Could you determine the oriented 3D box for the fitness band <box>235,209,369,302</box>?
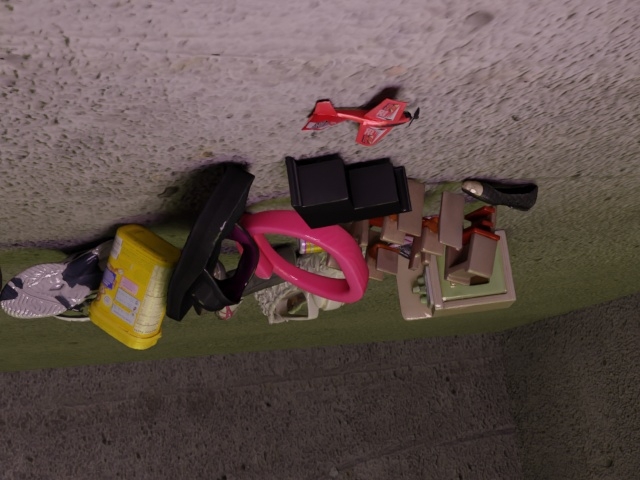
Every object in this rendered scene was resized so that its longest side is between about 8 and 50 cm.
[{"bbox_3d":[-0.029,0.028,1.702,0.209,0.054,0.291,11,158,20],"label":"fitness band"}]

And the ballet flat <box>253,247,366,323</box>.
[{"bbox_3d":[-0.007,0.090,2.091,0.147,0.147,0.409,0,166,-31],"label":"ballet flat"}]

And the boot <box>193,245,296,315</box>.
[{"bbox_3d":[-0.137,0.059,1.928,0.208,0.076,0.189,-16,160,-23],"label":"boot"}]

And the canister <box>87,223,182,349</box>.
[{"bbox_3d":[-0.299,0.074,1.659,0.126,0.170,0.073,31,-155,19],"label":"canister"}]

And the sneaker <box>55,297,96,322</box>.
[{"bbox_3d":[-0.376,0.070,1.899,0.283,0.107,0.124,-9,155,-16],"label":"sneaker"}]

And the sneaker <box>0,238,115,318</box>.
[{"bbox_3d":[-0.441,0.076,1.762,0.235,0.094,0.153,-31,179,-22],"label":"sneaker"}]

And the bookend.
[{"bbox_3d":[0.043,-0.078,1.459,0.156,0.072,0.157,-10,167,8],"label":"bookend"}]

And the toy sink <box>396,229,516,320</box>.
[{"bbox_3d":[0.280,0.075,2.148,0.234,0.153,0.131,-7,168,2],"label":"toy sink"}]

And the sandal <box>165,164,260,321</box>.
[{"bbox_3d":[-0.152,0.036,1.546,0.107,0.167,0.446,29,158,-2],"label":"sandal"}]

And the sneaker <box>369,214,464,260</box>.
[{"bbox_3d":[0.183,0.002,1.916,0.178,0.077,0.072,-8,169,0],"label":"sneaker"}]

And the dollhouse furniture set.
[{"bbox_3d":[0.169,-0.021,1.734,0.259,0.135,0.262,16,160,-22],"label":"dollhouse furniture set"}]

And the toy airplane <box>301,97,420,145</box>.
[{"bbox_3d":[0.048,-0.148,1.235,0.151,0.028,0.151,-7,167,-2],"label":"toy airplane"}]

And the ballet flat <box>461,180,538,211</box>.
[{"bbox_3d":[0.297,-0.084,1.697,0.173,0.049,0.057,7,-163,-41],"label":"ballet flat"}]

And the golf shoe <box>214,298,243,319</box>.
[{"bbox_3d":[-0.212,0.143,2.367,0.086,0.067,0.186,-10,168,7],"label":"golf shoe"}]

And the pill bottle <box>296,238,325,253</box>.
[{"bbox_3d":[0.000,0.000,1.873,0.083,0.043,0.043,-5,168,-11],"label":"pill bottle"}]

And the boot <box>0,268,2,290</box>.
[{"bbox_3d":[-0.737,0.084,1.606,0.284,0.138,0.377,-17,172,38],"label":"boot"}]
